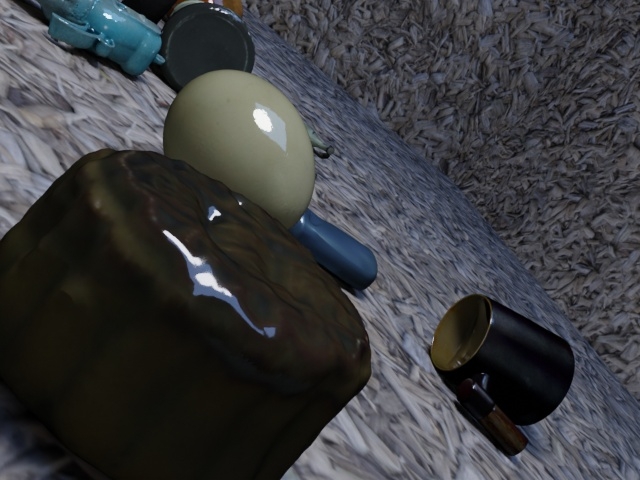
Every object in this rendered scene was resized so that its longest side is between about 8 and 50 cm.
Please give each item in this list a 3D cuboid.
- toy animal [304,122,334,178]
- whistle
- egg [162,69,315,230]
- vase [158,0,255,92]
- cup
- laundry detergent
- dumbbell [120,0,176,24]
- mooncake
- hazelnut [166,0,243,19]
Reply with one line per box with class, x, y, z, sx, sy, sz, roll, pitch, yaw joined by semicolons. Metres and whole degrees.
toy animal;-0.078;-0.235;1.677;0.255;0.090;0.170;41;11;-21
whistle;-0.352;-0.342;1.236;0.274;0.093;0.186;28;21;-38
egg;-0.103;-0.110;1.043;0.186;0.186;0.242;15;43;-62
vase;-0.229;-0.384;1.560;0.173;0.173;0.321;37;10;-22
cup;0.296;0.203;1.280;0.177;0.166;0.239;34;16;-21
laundry detergent;-0.001;0.001;1.257;0.206;0.061;0.097;33;25;-31
dumbbell;-0.394;-0.552;1.483;0.322;0.204;0.204;39;15;-20
mooncake;-0.102;0.054;0.626;0.290;0.161;0.290;39;13;-11
hazelnut;-0.269;-0.539;1.864;0.182;0.182;0.182;40;15;-13
